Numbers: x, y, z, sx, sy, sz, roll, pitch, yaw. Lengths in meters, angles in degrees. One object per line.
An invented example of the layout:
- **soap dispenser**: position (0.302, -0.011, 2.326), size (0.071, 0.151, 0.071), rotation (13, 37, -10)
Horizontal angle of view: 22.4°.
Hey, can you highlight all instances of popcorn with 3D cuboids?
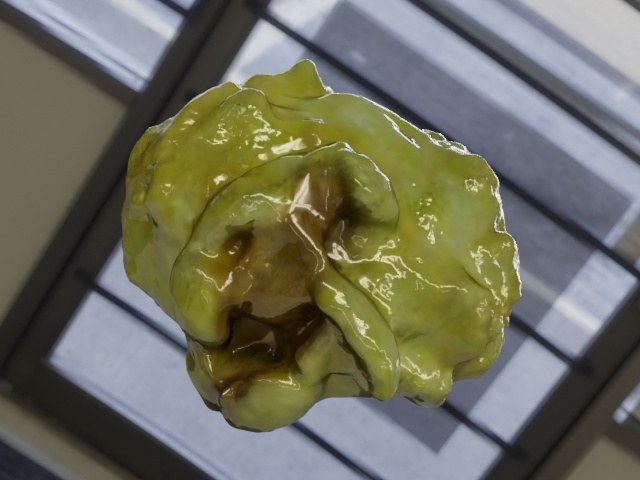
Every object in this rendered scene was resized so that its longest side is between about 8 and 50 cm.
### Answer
- **popcorn**: position (0.000, 0.000, 0.998), size (0.256, 0.195, 0.255), rotation (23, 36, -3)
